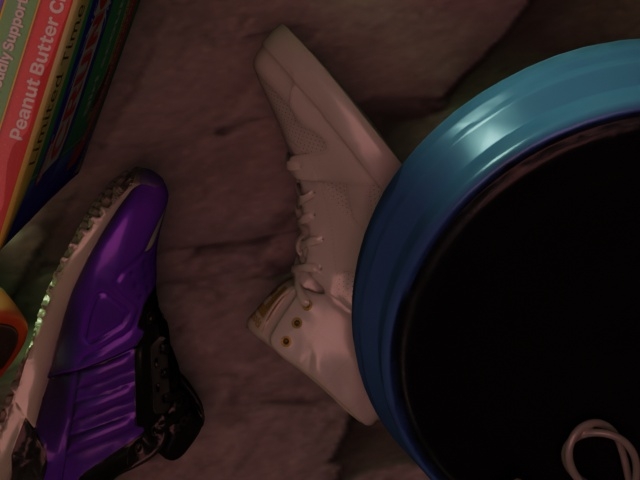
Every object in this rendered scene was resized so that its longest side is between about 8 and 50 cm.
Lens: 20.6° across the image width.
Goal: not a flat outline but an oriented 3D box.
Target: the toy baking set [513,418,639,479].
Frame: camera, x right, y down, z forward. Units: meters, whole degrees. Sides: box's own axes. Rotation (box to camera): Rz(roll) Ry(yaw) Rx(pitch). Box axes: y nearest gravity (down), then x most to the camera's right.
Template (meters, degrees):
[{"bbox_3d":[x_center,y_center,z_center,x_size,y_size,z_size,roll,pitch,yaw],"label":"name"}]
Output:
[{"bbox_3d":[0.252,0.198,1.271,0.256,0.030,0.196,-13,119,-2],"label":"toy baking set"}]

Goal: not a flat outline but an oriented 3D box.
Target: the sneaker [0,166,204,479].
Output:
[{"bbox_3d":[-0.147,0.091,1.330,0.146,0.102,0.293,22,106,-6],"label":"sneaker"}]

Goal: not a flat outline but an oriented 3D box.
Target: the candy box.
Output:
[{"bbox_3d":[-0.194,-0.159,1.168,0.122,0.317,0.268,21,101,-1],"label":"candy box"}]

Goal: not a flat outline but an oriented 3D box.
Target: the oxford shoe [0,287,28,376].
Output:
[{"bbox_3d":[-0.379,0.128,1.351,0.364,0.130,0.132,-42,67,13],"label":"oxford shoe"}]

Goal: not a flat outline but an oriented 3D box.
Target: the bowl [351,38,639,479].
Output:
[{"bbox_3d":[0.218,0.051,1.238,0.391,0.077,0.391,-4,120,-6],"label":"bowl"}]

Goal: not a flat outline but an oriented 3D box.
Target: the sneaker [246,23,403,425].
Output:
[{"bbox_3d":[0.000,0.000,1.295,0.169,0.108,0.292,-34,98,5],"label":"sneaker"}]
